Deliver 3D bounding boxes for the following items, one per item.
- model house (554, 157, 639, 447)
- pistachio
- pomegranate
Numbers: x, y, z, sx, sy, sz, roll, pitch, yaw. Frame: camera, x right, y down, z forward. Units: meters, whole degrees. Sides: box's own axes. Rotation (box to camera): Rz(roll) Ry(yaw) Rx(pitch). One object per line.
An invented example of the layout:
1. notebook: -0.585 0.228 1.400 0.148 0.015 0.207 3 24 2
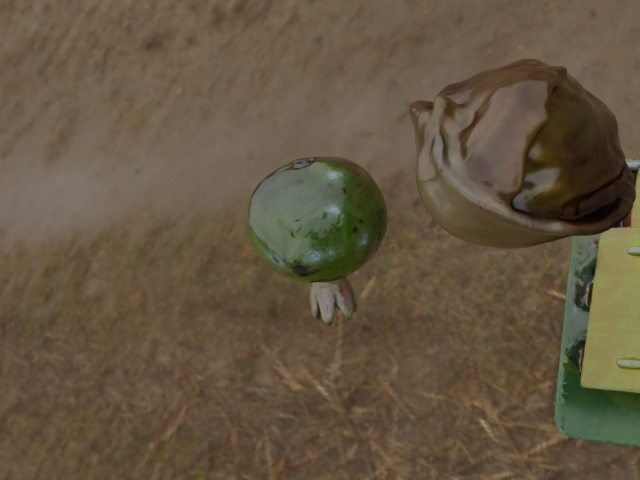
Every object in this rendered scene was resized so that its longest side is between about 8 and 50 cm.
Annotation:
1. model house: 0.409 0.053 1.010 0.323 0.340 0.300 66 -148 -80
2. pistachio: 0.144 -0.064 0.775 0.165 0.210 0.130 41 117 21
3. pomegranate: 0.002 0.000 1.473 0.187 0.225 0.187 -8 21 3
